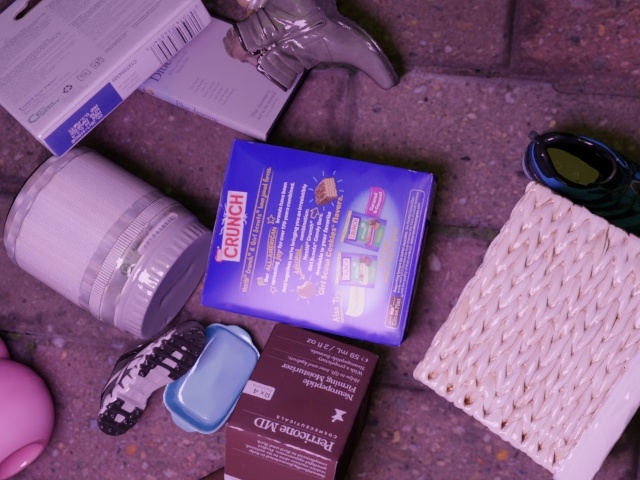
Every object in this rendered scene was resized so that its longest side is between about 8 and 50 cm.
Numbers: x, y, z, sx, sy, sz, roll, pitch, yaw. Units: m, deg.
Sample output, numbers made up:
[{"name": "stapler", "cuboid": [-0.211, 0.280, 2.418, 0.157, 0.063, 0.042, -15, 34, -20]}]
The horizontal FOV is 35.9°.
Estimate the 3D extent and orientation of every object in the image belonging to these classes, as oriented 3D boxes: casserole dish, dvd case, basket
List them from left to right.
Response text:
[{"name": "casserole dish", "cuboid": [-0.171, 0.221, 1.591, 0.114, 0.037, 0.188, 33, 92, 10]}, {"name": "dvd case", "cuboid": [-0.157, -0.274, 1.581, 0.253, 0.022, 0.180, 23, 64, 10]}, {"name": "basket", "cuboid": [0.330, 0.129, 1.366, 0.266, 0.328, 0.331, 31, 93, 14]}]

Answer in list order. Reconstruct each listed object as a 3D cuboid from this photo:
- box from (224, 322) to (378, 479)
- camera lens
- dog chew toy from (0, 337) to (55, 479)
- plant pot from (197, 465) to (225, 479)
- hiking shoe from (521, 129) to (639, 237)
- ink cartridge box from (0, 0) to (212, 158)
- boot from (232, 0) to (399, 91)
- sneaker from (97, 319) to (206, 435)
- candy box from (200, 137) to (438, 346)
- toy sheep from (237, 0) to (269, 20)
[{"name": "box", "cuboid": [-0.028, 0.265, 1.454, 0.168, 0.167, 0.203, 17, 46, 10]}, {"name": "camera lens", "cuboid": [-0.332, -0.001, 1.536, 0.274, 0.219, 0.219, 31, 93, 10]}, {"name": "dog chew toy", "cuboid": [-0.578, 0.228, 1.587, 0.206, 0.206, 0.332, -44, 73, 5]}, {"name": "plant pot", "cuboid": [-0.162, 0.451, 1.507, 0.230, 0.215, 0.215, -44, 81, -9]}, {"name": "hiking shoe", "cuboid": [0.437, -0.069, 1.449, 0.304, 0.132, 0.113, 23, 91, 10]}, {"name": "ink cartridge box", "cuboid": [-0.386, -0.321, 1.576, 0.324, 0.071, 0.330, -44, 50, -9]}, {"name": "boot", "cuboid": [-0.008, -0.288, 1.539, 0.246, 0.083, 0.161, 44, 94, -12]}, {"name": "sneaker", "cuboid": [-0.277, 0.198, 1.575, 0.078, 0.106, 0.234, 36, 103, -33]}, {"name": "candy box", "cuboid": [0.000, 0.000, 1.529, 0.317, 0.122, 0.268, 12, 90, 9]}, {"name": "toy sheep", "cuboid": [-0.072, -0.367, 1.579, 0.132, 0.091, 0.091, 25, 92, -4]}]
